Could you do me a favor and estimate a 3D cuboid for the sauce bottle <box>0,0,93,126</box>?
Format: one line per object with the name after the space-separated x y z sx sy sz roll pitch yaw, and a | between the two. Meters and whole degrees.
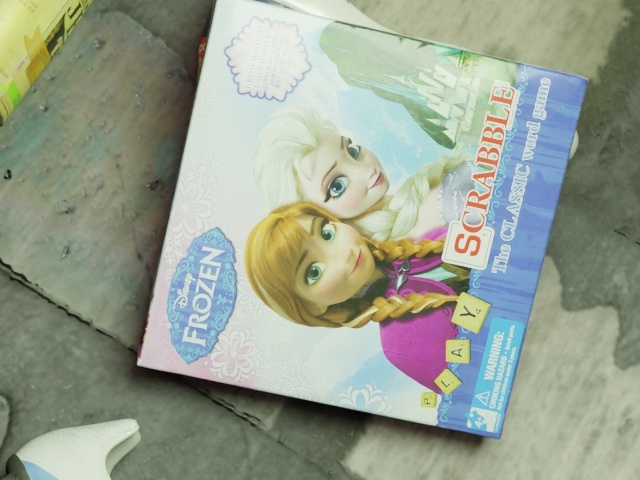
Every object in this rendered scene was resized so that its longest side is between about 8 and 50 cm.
-0.247 -0.237 1.468 0.111 0.111 0.344 33 71 1 | sauce bottle

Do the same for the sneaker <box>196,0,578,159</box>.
0.052 -0.112 1.488 0.350 0.131 0.148 23 81 -1 | sneaker

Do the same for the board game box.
0.032 -0.019 1.406 0.318 0.066 0.319 11 96 -7 | board game box

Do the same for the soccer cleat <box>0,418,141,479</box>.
-0.138 0.293 1.312 0.143 0.116 0.331 -21 77 -16 | soccer cleat
